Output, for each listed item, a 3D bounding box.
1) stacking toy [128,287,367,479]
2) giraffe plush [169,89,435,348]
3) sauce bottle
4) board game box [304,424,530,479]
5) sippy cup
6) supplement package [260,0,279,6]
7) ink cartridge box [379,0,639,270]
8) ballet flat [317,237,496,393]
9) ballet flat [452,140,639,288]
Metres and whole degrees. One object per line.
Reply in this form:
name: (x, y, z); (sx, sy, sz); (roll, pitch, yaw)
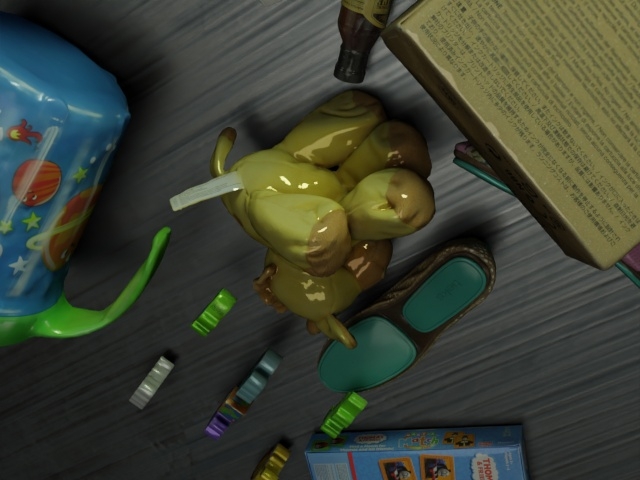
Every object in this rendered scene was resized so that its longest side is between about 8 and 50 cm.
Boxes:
stacking toy: (-0.071, 0.145, 0.985); (0.167, 0.052, 0.221); (37, 136, -4)
giraffe plush: (0.000, 0.000, 0.878); (0.210, 0.181, 0.170); (-11, 133, 8)
sauce bottle: (0.037, -0.190, 0.834); (0.042, 0.042, 0.128); (17, 120, 7)
board game box: (0.104, 0.262, 1.028); (0.212, 0.039, 0.160); (-5, 113, 18)
sippy cup: (-0.285, -0.067, 0.887); (0.305, 0.240, 0.224); (20, 113, -39)
supplement package: (0.039, -0.289, 0.710); (0.244, 0.139, 0.134); (-17, 133, 21)
ink cartridge box: (0.192, -0.128, 0.755); (0.193, 0.088, 0.234); (-41, 99, -1)
ballet flat: (0.081, 0.068, 0.927); (0.206, 0.067, 0.073); (-38, 95, 29)
ballet flat: (0.214, -0.039, 0.847); (0.221, 0.077, 0.079); (33, 100, -7)
